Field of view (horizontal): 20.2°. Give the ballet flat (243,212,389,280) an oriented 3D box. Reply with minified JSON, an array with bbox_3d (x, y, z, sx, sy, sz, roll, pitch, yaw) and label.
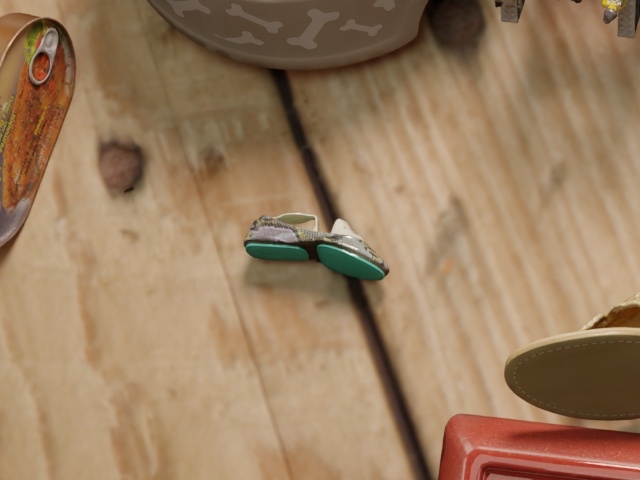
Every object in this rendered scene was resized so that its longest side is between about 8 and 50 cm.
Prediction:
[{"bbox_3d":[0.000,0.000,1.329,0.114,0.041,0.041,10,79,18],"label":"ballet flat"}]

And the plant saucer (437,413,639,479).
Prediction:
[{"bbox_3d":[0.188,0.252,1.201,0.258,0.048,0.259,5,77,18],"label":"plant saucer"}]

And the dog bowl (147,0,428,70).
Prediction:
[{"bbox_3d":[-0.012,-0.309,1.351,0.349,0.102,0.348,-3,77,12],"label":"dog bowl"}]

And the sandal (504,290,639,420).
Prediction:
[{"bbox_3d":[0.246,0.064,1.231,0.240,0.088,0.079,-5,43,9],"label":"sandal"}]

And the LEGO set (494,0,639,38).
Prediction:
[{"bbox_3d":[0.248,-0.246,1.198,0.331,0.255,0.192,14,53,8],"label":"LEGO set"}]

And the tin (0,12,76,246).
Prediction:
[{"bbox_3d":[-0.247,-0.085,1.387,0.040,0.106,0.189,16,81,20],"label":"tin"}]
